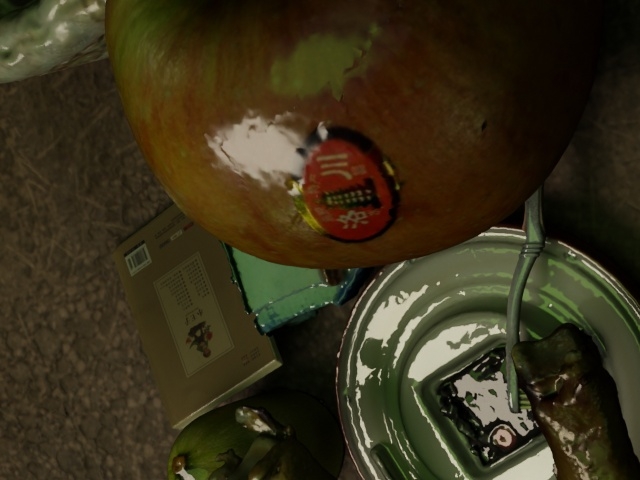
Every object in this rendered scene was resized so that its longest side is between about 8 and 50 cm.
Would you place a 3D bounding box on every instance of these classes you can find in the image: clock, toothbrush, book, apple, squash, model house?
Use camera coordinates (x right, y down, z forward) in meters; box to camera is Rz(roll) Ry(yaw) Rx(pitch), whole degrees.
[{"bbox_3d":[0.159,0.139,1.488,0.318,0.080,0.319,5,100,26],"label":"clock"},{"bbox_3d":[0.179,-0.042,1.431,0.037,0.028,0.375,1,84,15],"label":"toothbrush"},{"bbox_3d":[-0.120,0.061,1.614,0.138,0.016,0.199,-34,64,26],"label":"book"},{"bbox_3d":[0.030,-0.164,1.355,0.400,0.333,0.400,-13,58,23],"label":"apple"},{"bbox_3d":[-0.070,0.199,1.556,0.123,0.186,0.123,1,92,29],"label":"squash"},{"bbox_3d":[0.000,0.000,1.531,0.148,0.119,0.148,-17,89,20],"label":"model house"}]

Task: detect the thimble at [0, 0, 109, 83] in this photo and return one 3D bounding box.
[{"bbox_3d":[-0.253,-0.289,1.558,0.291,0.195,0.292,6,105,23],"label":"thimble"}]

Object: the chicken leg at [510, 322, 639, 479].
[{"bbox_3d":[0.256,0.256,1.341,0.211,0.140,0.361,21,139,62],"label":"chicken leg"}]

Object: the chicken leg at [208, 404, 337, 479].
[{"bbox_3d":[0.061,0.312,1.471,0.201,0.153,0.429,-37,105,29],"label":"chicken leg"}]
